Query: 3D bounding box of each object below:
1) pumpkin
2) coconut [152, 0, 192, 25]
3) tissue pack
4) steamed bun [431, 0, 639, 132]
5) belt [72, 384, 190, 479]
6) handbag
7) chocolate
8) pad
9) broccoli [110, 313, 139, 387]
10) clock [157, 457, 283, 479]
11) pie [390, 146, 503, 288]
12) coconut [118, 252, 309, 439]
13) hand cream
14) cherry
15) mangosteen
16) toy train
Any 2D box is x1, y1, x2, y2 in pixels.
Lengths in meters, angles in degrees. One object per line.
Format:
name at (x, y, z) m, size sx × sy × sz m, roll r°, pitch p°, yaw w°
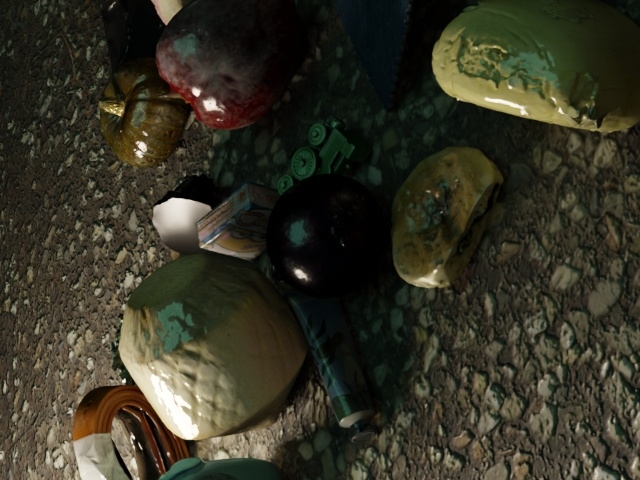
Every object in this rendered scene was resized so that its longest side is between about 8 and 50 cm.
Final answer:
pumpkin at (-0.359, -0.263, 2.315) m, size 0.219 × 0.162 × 0.219 m, roll -14°, pitch 72°, yaw 51°
coconut at (-0.219, -0.499, 2.158) m, size 0.233 × 0.245 × 0.233 m, roll -3°, pitch 67°, yaw 6°
tissue pack at (-0.123, -0.031, 2.006) m, size 0.155 × 0.115 × 0.065 m, roll -36°, pitch 52°, yaw 40°
steamed bun at (0.287, -0.236, 1.487) m, size 0.273 × 0.232 × 0.166 m, roll 25°, pitch 105°, yaw 49°
belt at (-0.333, 0.380, 2.068) m, size 0.105 × 0.184 × 0.261 m, roll -9°, pitch 101°, yaw 49°
handbag at (-0.372, -0.469, 2.443) m, size 0.244 × 0.088 × 0.275 m, roll -40°, pitch 56°, yaw 40°
chocolate at (-0.222, -0.065, 2.144) m, size 0.156 × 0.156 × 0.133 m, roll -34°, pitch 27°, yaw 40°
pad at (0.081, -0.380, 1.832) m, size 0.269 × 0.012 × 0.269 m, roll 97°, pitch 157°, yaw -49°
broccoli at (-0.242, 0.158, 2.102) m, size 0.304 × 0.145 × 0.165 m, roll -27°, pitch 64°, yaw 29°
clock at (-0.184, 0.446, 1.830) m, size 0.094 × 0.274 × 0.223 m, roll -7°, pitch 73°, yaw 50°
pie at (0.172, -0.039, 1.711) m, size 0.185 × 0.052 × 0.218 m, roll 35°, pitch 105°, yaw 54°
coconut at (-0.163, 0.182, 1.880) m, size 0.329 × 0.329 × 0.328 m, roll -16°, pitch 68°, yaw 47°
hand cream at (0.022, 0.182, 1.809) m, size 0.058 × 0.091 × 0.271 m, roll 116°, pitch 141°, yaw -51°
cherry at (-0.153, -0.323, 2.036) m, size 0.300 × 0.230 × 0.203 m, roll -40°, pitch 6°, yaw 15°
mangosteen at (0.000, 0.000, 1.812) m, size 0.230 × 0.194 × 0.194 m, roll 144°, pitch 128°, yaw -63°
toy train at (0.002, -0.111, 1.919) m, size 0.104 × 0.071 × 0.178 m, roll 46°, pitch 114°, yaw 34°
